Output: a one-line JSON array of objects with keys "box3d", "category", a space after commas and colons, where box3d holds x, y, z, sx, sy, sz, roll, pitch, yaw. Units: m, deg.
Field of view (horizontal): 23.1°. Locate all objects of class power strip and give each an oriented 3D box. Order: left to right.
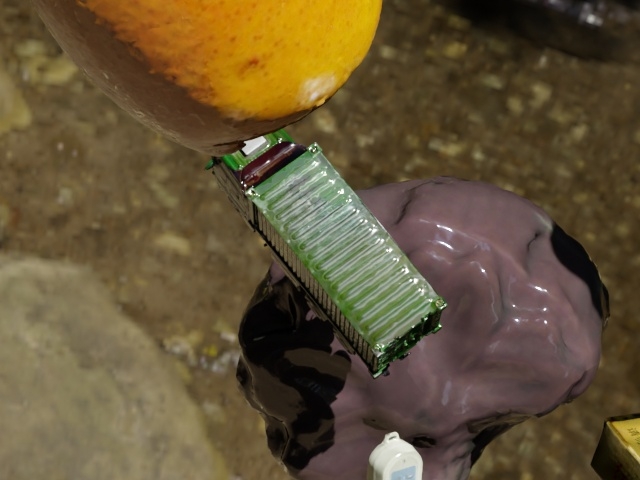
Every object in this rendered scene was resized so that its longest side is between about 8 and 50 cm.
[{"box3d": [0.065, 0.266, 1.449, 0.048, 0.191, 0.030, -11, 26, -30], "category": "power strip"}]

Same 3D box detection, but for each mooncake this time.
[{"box3d": [0.095, 0.117, 1.655, 0.351, 0.381, 0.212, 31, 25, -1], "category": "mooncake"}]

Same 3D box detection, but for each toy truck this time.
[{"box3d": [0.000, 0.000, 1.421, 0.088, 0.121, 0.259, -36, 74, -11], "category": "toy truck"}]

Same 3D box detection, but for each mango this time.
[{"box3d": [-0.070, -0.152, 0.602, 0.126, 0.252, 0.154, -15, 29, 29], "category": "mango"}]

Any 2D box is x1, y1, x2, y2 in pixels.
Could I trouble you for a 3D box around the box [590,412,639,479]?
[{"box3d": [0.419, 0.241, 1.614, 0.240, 0.071, 0.159, -5, 35, -27], "category": "box"}]
